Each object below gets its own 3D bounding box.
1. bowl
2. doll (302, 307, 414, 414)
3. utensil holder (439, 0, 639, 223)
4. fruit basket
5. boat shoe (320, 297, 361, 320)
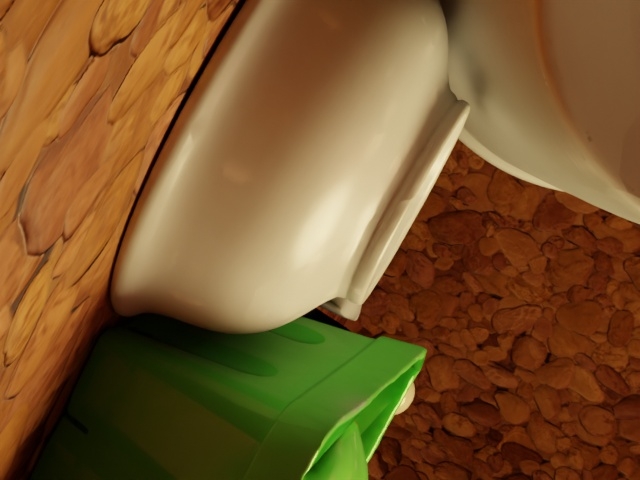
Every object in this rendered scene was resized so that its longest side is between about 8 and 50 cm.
[{"bbox_3d":[0.001,-0.052,1.136,0.298,0.134,0.298,-59,175,-8],"label":"bowl"},{"bbox_3d":[-0.011,0.072,1.393,0.046,0.189,0.129,-61,175,3],"label":"doll"},{"bbox_3d":[0.233,-0.169,1.164,0.328,0.327,0.385,-61,-169,3],"label":"utensil holder"},{"bbox_3d":[-0.028,0.256,1.194,0.392,0.392,0.283,-62,168,17],"label":"fruit basket"},{"bbox_3d":[0.000,0.000,1.388,0.088,0.096,0.267,-63,174,-3],"label":"boat shoe"}]
